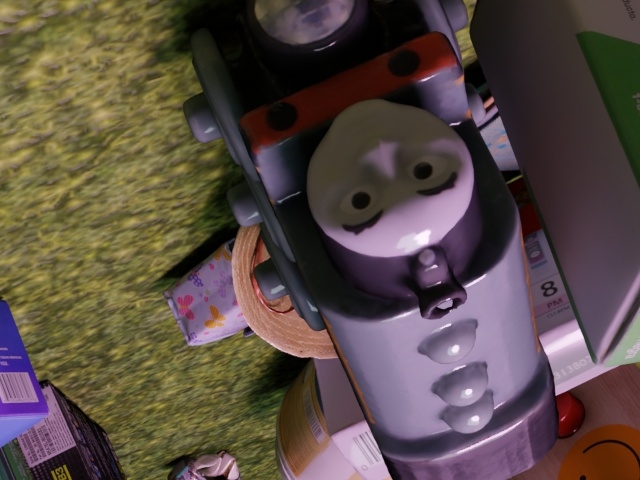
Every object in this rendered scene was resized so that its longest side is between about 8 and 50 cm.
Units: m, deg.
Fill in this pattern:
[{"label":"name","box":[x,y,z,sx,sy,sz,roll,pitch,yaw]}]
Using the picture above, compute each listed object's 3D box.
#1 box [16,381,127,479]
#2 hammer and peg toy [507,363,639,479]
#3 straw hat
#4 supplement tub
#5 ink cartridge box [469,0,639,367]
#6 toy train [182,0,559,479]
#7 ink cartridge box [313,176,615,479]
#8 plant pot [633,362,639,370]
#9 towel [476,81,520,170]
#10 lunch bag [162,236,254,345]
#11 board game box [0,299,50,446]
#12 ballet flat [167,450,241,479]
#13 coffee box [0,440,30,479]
[{"label":"box","box":[-0.156,0.210,1.155,0.045,0.190,0.184,-25,163,-6]},{"label":"hammer and peg toy","box":[0.226,0.161,1.352,0.266,0.361,0.127,-43,133,11]},{"label":"straw hat","box":[0.000,0.000,0.971,0.145,0.144,0.061,-17,-161,-23]},{"label":"supplement tub","box":[0.046,0.142,1.296,0.144,0.144,0.199,-16,160,-24]},{"label":"ink cartridge box","box":[0.244,-0.075,0.750,0.289,0.211,0.121,-8,148,-12]},{"label":"toy train","box":[0.039,0.002,0.786,0.142,0.190,0.334,-24,152,-3]},{"label":"ink cartridge box","box":[0.084,0.032,1.031,0.189,0.232,0.066,-27,126,10]},{"label":"plant pot","box":[0.350,0.058,1.136,0.275,0.293,0.275,-31,171,-5]},{"label":"towel","box":[0.260,-0.152,0.935,0.370,0.040,0.271,-39,157,33]},{"label":"lunch bag","box":[-0.045,0.029,1.021,0.071,0.053,0.083,-36,168,34]},{"label":"board game box","box":[-0.346,0.113,0.825,0.233,0.078,0.347,-34,160,25]},{"label":"ballet flat","box":[-0.099,0.218,1.494,0.041,0.041,0.114,-32,161,21]},{"label":"coffee box","box":[-0.282,0.189,1.065,0.184,0.113,0.040,-29,164,8]}]
